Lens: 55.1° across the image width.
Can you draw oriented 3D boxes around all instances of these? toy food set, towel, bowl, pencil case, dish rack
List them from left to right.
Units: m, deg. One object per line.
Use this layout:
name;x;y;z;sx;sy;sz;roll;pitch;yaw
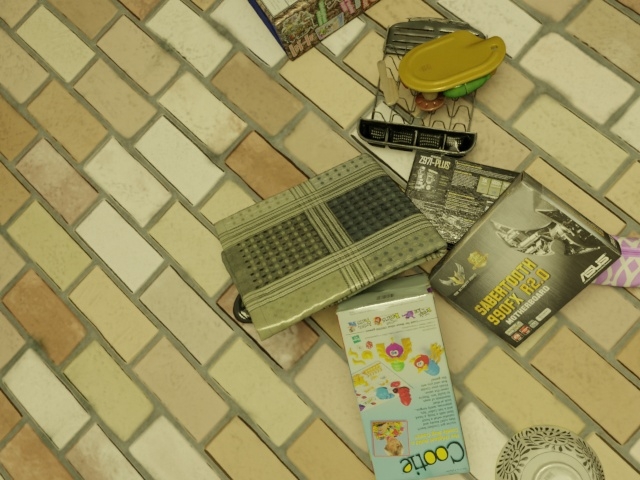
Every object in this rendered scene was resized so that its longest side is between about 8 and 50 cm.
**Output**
towel;0.000;0.000;1.005;0.324;0.056;0.312;-25;40;-6
dish rack;0.191;-0.284;1.109;0.208;0.074;0.271;10;81;11
toy food set;0.205;-0.277;1.042;0.218;0.071;0.128;-19;51;4
bowl;0.362;0.377;0.951;0.170;0.080;0.170;-2;79;9
pencil case;0.465;0.029;0.994;0.206;0.088;0.086;4;78;12

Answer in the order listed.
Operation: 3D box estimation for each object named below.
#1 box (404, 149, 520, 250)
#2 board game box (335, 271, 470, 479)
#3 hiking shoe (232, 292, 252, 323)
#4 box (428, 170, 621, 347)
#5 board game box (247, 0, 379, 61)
box;0.233;-0.059;1.056;0.180;0.077;0.147;14;83;12
board game box;0.127;0.208;0.949;0.144;0.142;0.275;-12;98;7
hiking shoe;-0.065;0.066;1.067;0.227;0.114;0.086;-34;75;2
box;0.310;0.035;0.956;0.183;0.056;0.231;37;122;-1
board game box;-0.010;-0.532;1.156;0.291;0.141;0.232;-34;76;2
